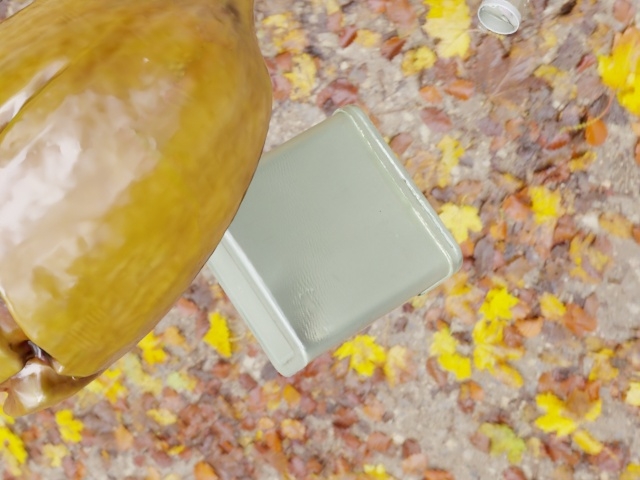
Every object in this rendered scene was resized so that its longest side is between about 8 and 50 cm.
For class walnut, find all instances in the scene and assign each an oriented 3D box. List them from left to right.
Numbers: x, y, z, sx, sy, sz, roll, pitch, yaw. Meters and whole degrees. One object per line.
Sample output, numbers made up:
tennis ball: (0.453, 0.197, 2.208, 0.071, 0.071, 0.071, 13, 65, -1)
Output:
walnut: (-0.150, -0.045, 0.548, 0.209, 0.209, 0.336, 39, 92, 6)

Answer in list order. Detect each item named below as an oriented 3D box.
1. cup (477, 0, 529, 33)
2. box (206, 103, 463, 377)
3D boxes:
cup: (0.319, -0.405, 1.509, 0.074, 0.102, 0.099, 22, 70, 13)
box: (0.000, 0.000, 1.507, 0.352, 0.343, 0.177, 56, 154, 6)
